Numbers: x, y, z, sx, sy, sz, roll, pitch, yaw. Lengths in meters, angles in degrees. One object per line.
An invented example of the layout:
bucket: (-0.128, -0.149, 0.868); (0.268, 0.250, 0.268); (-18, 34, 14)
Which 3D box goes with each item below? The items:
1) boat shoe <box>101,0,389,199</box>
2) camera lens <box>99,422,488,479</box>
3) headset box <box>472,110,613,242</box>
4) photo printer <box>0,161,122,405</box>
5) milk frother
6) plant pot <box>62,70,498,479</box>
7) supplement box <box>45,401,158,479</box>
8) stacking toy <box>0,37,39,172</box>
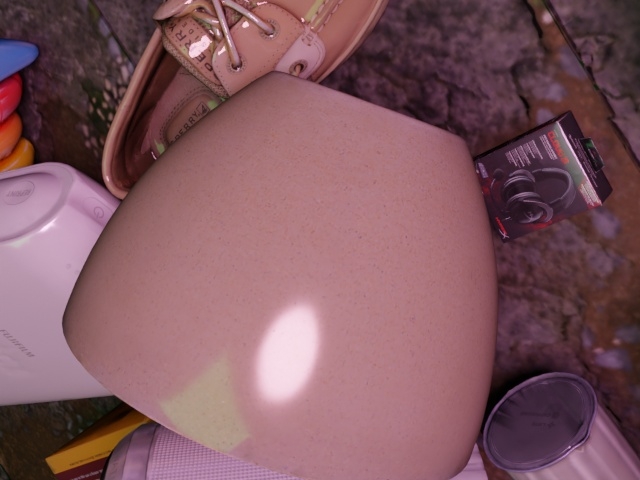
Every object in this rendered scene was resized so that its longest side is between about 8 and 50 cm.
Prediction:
boat shoe: (-0.056, -0.144, 0.545); (0.121, 0.110, 0.341); (45, 129, 7)
camera lens: (-0.022, 0.237, 0.565); (0.275, 0.219, 0.219); (-5, 114, -3)
headset box: (0.148, -0.043, 0.509); (0.083, 0.032, 0.062); (-25, 97, 40)
photo printer: (-0.273, 0.053, 0.704); (0.308, 0.107, 0.256); (-8, 138, 18)
milk frother: (0.156, 0.190, 0.530); (0.134, 0.143, 0.129); (49, 146, -19)
plant pot: (0.000, 0.000, 0.502); (0.284, 0.284, 0.190); (24, 100, 22)
supplement box: (-0.139, 0.252, 0.779); (0.191, 0.129, 0.194); (-28, 95, 39)
stacking toy: (-0.350, -0.049, 0.783); (0.166, 0.175, 0.301); (8, 130, 27)
